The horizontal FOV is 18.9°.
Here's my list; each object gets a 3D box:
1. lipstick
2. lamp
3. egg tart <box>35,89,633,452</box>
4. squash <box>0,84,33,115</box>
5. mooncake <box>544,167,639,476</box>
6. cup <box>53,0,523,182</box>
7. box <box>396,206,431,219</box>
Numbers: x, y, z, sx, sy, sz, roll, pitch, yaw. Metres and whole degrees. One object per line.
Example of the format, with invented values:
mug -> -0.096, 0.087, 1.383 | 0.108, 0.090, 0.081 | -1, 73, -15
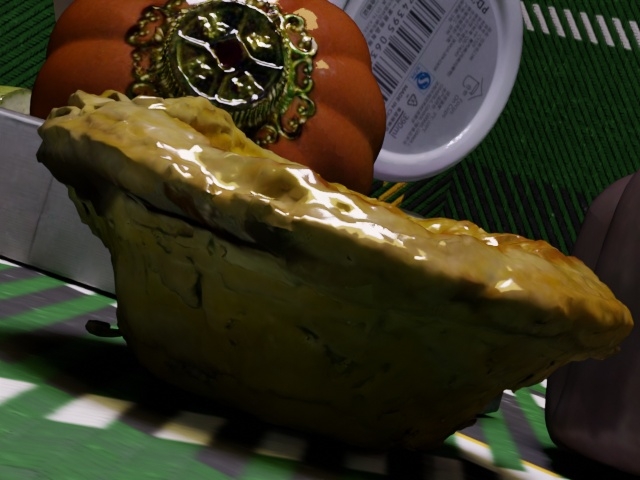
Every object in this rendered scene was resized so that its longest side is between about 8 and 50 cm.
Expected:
lipstick -> -0.075, -0.002, 1.018 | 0.371, 0.080, 0.076 | 17, 3, 23
lamp -> -0.069, -0.076, 1.195 | 0.223, 0.223, 0.196 | 17, -22, -4
egg tart -> -0.002, 0.017, 0.728 | 0.241, 0.106, 0.241 | 20, 2, -1
squash -> -0.285, -0.075, 1.358 | 0.224, 0.094, 0.094 | 11, -2, 36
mooncake -> 0.246, 0.054, 0.884 | 0.306, 0.154, 0.306 | 10, -6, 1
cup -> -0.030, -0.180, 1.552 | 0.253, 0.253, 0.371 | 16, 6, -38
box -> 0.000, 0.000, 1.520 | 0.367, 0.090, 0.373 | 17, 3, -31
